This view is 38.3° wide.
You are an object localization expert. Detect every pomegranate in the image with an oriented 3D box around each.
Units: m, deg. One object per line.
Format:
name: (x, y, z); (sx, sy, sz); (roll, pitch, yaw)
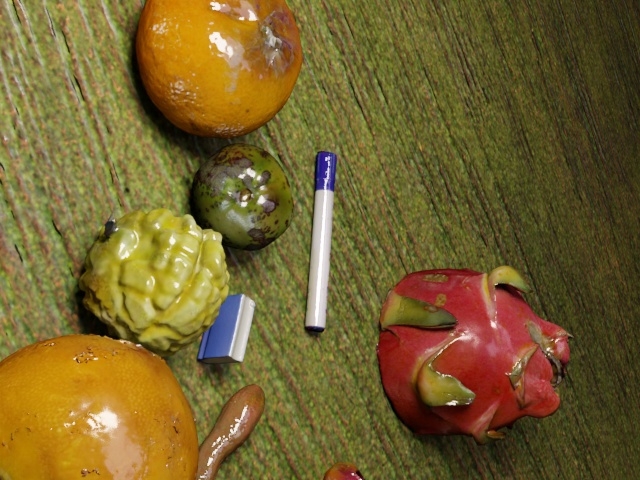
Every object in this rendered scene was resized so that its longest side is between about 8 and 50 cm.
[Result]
pomegranate: (-0.087, -0.062, 1.189); (0.163, 0.125, 0.138); (-34, 96, -47)

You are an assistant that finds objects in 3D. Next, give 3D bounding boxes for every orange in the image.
orange: (-0.122, -0.239, 1.144); (0.224, 0.170, 0.224); (11, 75, -50)
orange: (-0.234, 0.209, 0.891); (0.240, 0.240, 0.240); (11, 75, -48)

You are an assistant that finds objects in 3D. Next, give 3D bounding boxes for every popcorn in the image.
popcorn: (-0.187, 0.039, 1.040); (0.142, 0.174, 0.173); (7, 78, -57)

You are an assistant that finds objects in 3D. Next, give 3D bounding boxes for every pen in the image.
pen: (0.001, 0.000, 1.349); (0.033, 0.033, 0.269); (19, 70, -46)

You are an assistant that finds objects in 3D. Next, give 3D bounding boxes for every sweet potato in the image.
sweet potato: (-0.126, 0.266, 1.150); (0.050, 0.050, 0.214); (51, 53, -31)

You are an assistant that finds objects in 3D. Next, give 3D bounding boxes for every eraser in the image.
eraser: (-0.119, 0.113, 1.167); (0.027, 0.063, 0.084); (31, 60, -40)

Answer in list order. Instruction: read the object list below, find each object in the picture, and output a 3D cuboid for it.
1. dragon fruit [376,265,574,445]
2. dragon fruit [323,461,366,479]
dragon fruit: (0.260, 0.176, 1.474); (0.305, 0.226, 0.305); (6, 81, -48)
dragon fruit: (0.027, 0.416, 1.164); (0.307, 0.227, 0.243); (-13, 89, -47)
